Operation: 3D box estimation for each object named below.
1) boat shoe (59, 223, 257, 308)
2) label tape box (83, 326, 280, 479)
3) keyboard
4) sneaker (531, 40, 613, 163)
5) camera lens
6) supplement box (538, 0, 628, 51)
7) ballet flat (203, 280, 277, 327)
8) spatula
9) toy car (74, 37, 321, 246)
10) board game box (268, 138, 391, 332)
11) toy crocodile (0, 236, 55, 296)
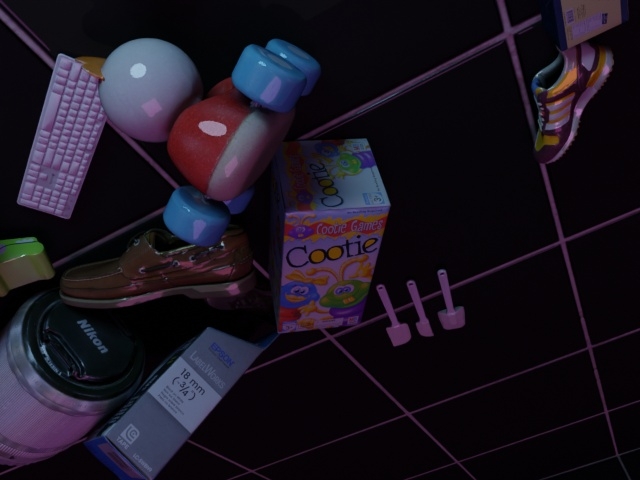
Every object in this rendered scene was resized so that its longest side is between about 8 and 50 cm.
[{"bbox_3d":[-0.254,0.030,0.896,0.307,0.111,0.105,-7,113,-1],"label":"boat shoe"},{"bbox_3d":[-0.232,0.246,1.006,0.106,0.334,0.240,46,146,-6],"label":"label tape box"},{"bbox_3d":[-0.332,-0.123,0.756,0.072,0.014,0.256,15,132,-28],"label":"keyboard"},{"bbox_3d":[0.323,-0.192,0.813,0.083,0.070,0.186,7,130,-8],"label":"sneaker"},{"bbox_3d":[-0.443,0.224,0.964,0.219,0.219,0.274,27,126,-36],"label":"camera lens"},{"bbox_3d":[0.313,-0.291,0.698,0.083,0.056,0.083,-24,138,13],"label":"supplement box"},{"bbox_3d":[-0.108,0.108,1.051,0.249,0.058,0.084,18,94,-37],"label":"ballet flat"},{"bbox_3d":[0.206,0.138,1.190,0.168,0.019,0.242,-14,139,10],"label":"spatula"},{"bbox_3d":[-0.158,-0.160,0.671,0.238,0.210,0.219,31,114,-4],"label":"toy car"},{"bbox_3d":[0.000,0.000,0.881,0.142,0.144,0.275,-4,139,-10],"label":"board game box"},{"bbox_3d":[-0.561,0.048,0.822,0.340,0.105,0.115,-3,138,-12],"label":"toy crocodile"}]
